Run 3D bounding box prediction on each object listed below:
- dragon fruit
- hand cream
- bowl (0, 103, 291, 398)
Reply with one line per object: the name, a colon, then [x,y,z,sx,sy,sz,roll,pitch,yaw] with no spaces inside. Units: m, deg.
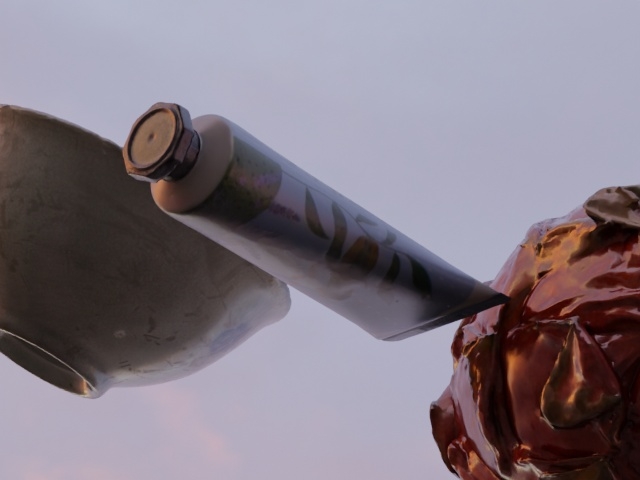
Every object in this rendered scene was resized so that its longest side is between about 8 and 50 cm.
dragon fruit: [0.218,0.097,1.000,0.277,0.277,0.342,44,-40,1]
hand cream: [0.000,0.000,0.874,0.091,0.058,0.271,-25,-38,30]
bowl: [-0.190,0.039,1.261,0.313,0.146,0.313,24,-21,10]
